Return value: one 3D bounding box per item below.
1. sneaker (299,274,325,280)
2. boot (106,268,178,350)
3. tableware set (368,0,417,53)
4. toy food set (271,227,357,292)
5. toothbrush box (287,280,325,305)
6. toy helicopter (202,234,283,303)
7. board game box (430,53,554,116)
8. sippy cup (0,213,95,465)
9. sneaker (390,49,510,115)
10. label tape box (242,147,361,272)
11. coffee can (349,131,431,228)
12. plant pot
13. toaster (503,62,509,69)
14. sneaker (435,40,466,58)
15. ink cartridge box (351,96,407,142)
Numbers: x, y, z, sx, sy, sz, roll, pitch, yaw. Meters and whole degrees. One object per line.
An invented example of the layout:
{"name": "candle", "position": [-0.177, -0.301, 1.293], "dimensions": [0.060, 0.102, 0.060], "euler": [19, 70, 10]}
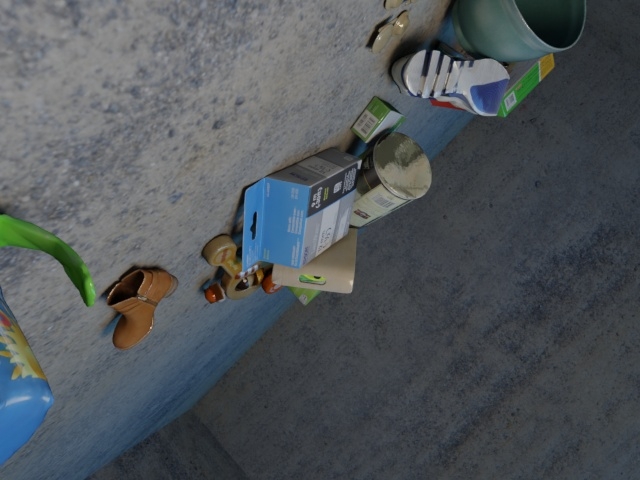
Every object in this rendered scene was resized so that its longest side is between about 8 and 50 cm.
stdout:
{"name": "sneaker", "position": [-0.112, 0.093, 1.415], "dimensions": [0.295, 0.110, 0.123], "euler": [8, 158, -27]}
{"name": "boot", "position": [-0.382, 0.136, 0.816], "dimensions": [0.197, 0.072, 0.152], "euler": [-57, 172, -7]}
{"name": "tableware set", "position": [0.157, -0.453, 0.805], "dimensions": [0.141, 0.020, 0.169], "euler": [-41, 168, -35]}
{"name": "toy food set", "position": [-0.007, 0.044, 1.208], "dimensions": [0.306, 0.219, 0.093], "euler": [-78, 175, -59]}
{"name": "toothbrush box", "position": [-0.041, 0.085, 1.591], "dimensions": [0.122, 0.206, 0.283], "euler": [-34, 165, -49]}
{"name": "toy helicopter", "position": [-0.243, 0.084, 1.114], "dimensions": [0.234, 0.140, 0.355], "euler": [-35, 158, -7]}
{"name": "board game box", "position": [0.550, -0.533, 1.348], "dimensions": [0.242, 0.316, 0.064], "euler": [-44, 128, -6]}
{"name": "sippy cup", "position": [-0.362, 0.106, 0.333], "dimensions": [0.305, 0.224, 0.240], "euler": [-44, 170, -9]}
{"name": "sneaker", "position": [0.306, -0.414, 1.029], "dimensions": [0.315, 0.182, 0.128], "euler": [4, 116, -24]}
{"name": "label tape box", "position": [-0.043, -0.067, 1.049], "dimensions": [0.347, 0.115, 0.250], "euler": [-37, 146, -46]}
{"name": "coffee can", "position": [0.167, -0.171, 1.232], "dimensions": [0.201, 0.202, 0.275], "euler": [-39, -175, -34]}
{"name": "plant pot", "position": [0.438, -0.545, 0.947], "dimensions": [0.293, 0.293, 0.196], "euler": [-41, -164, -26]}
{"name": "toaster", "position": [0.577, -0.656, 1.223], "dimensions": [0.168, 0.186, 0.110], "euler": [-44, 179, -4]}
{"name": "sneaker", "position": [0.376, -0.503, 1.240], "dimensions": [0.121, 0.108, 0.302], "euler": [-53, 169, 18]}
{"name": "ink cartridge box", "position": [0.174, -0.343, 1.182], "dimensions": [0.109, 0.062, 0.209], "euler": [-50, 169, 24]}
